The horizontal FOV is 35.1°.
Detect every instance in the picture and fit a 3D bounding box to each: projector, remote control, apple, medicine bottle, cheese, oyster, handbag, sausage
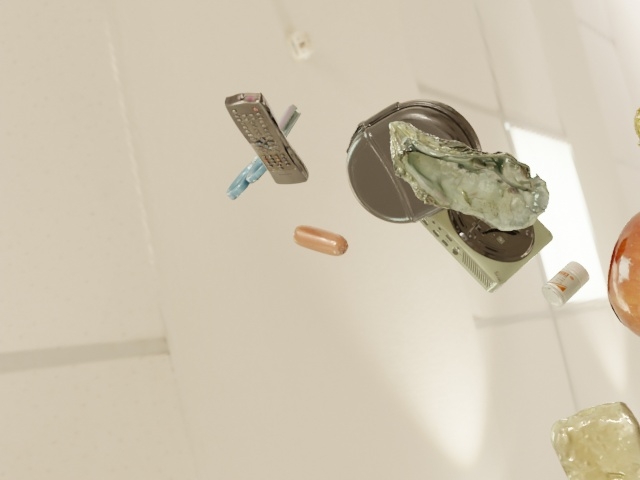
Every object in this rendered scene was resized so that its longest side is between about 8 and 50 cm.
[{"bbox_3d":[0.390,-0.037,2.361,0.257,0.079,0.259,46,-130,10],"label":"projector"},{"bbox_3d":[-0.071,-0.137,1.393,0.212,0.059,0.028,58,-145,-57],"label":"remote control"},{"bbox_3d":[0.652,0.056,1.847,0.272,0.206,0.252,-21,-72,-33],"label":"apple"},{"bbox_3d":[0.496,0.089,2.051,0.089,0.057,0.057,-39,-66,-18],"label":"medicine bottle"},{"bbox_3d":[0.516,0.414,1.759,0.263,0.159,0.093,68,-159,5],"label":"cheese"},{"bbox_3d":[0.235,-0.092,1.599,0.199,0.252,0.087,81,-164,-48],"label":"oyster"},{"bbox_3d":[0.192,-0.166,2.154,0.254,0.308,0.093,57,-147,-10],"label":"handbag"},{"bbox_3d":[0.000,0.000,1.448,0.034,0.083,0.034,-43,-39,-49],"label":"sausage"}]

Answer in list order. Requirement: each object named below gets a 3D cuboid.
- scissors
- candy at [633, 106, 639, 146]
[{"bbox_3d":[-0.089,-0.170,1.819,0.030,0.125,0.256,43,-138,-15],"label":"scissors"},{"bbox_3d":[0.577,-0.196,1.446,0.260,0.260,0.118,-5,-111,-59],"label":"candy"}]
